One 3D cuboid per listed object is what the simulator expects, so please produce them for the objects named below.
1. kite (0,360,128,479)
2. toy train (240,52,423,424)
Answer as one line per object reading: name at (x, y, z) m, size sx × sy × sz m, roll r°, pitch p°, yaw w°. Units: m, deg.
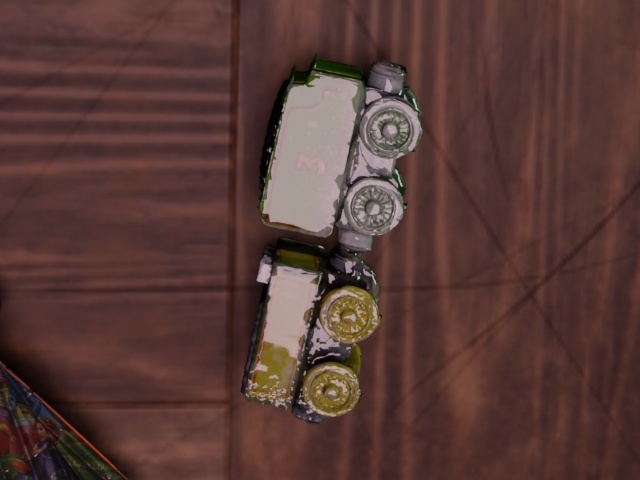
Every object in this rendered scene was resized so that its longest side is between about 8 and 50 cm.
kite at (-0.217, 0.109, 0.807) m, size 0.241 × 0.014 × 0.183 m, roll -1°, pitch 121°, yaw -6°
toy train at (0.000, 0.000, 0.796) m, size 0.081 × 0.060 × 0.202 m, roll 12°, pitch 104°, yaw -2°
